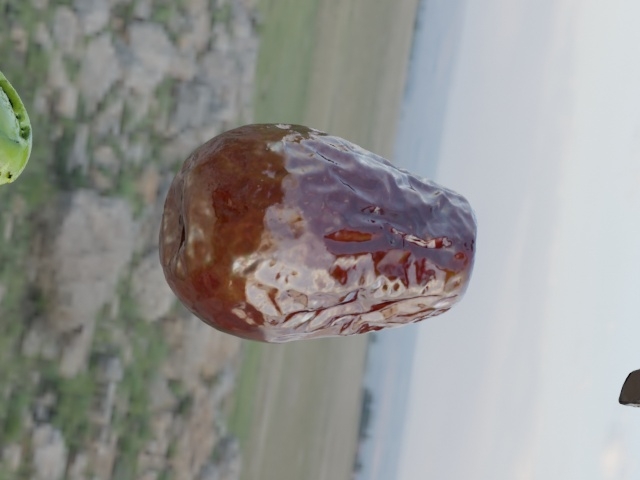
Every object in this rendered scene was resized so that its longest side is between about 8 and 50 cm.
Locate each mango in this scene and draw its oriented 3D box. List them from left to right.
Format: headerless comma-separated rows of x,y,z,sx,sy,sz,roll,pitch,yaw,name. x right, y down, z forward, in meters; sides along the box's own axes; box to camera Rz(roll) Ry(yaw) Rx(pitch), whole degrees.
-0.249,-0.104,1.068,0.165,0.074,0.091,59,4,16,mango

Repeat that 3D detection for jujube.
0.000,0.000,1.315,0.190,0.255,0.190,-170,-90,-78,jujube

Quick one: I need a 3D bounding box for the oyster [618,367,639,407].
0.381,0.157,1.096,0.221,0.361,0.096,6,102,-60,oyster
